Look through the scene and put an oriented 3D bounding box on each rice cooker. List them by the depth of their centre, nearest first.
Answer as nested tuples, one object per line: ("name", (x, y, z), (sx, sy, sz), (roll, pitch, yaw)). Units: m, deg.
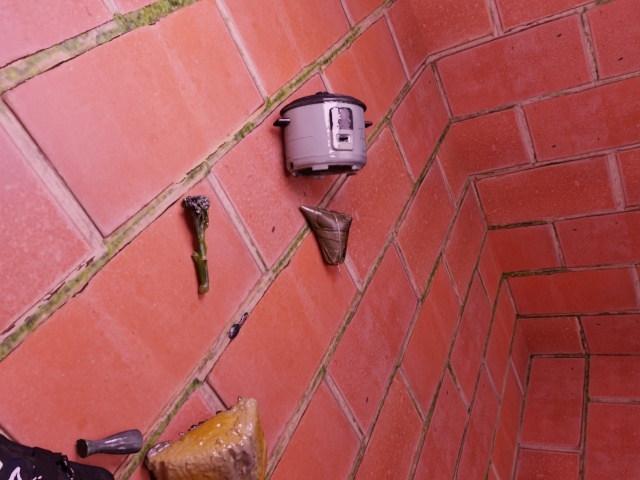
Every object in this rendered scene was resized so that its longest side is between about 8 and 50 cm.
("rice cooker", (0.012, -0.293, 1.469), (0.280, 0.241, 0.227), (-3, 89, -20))

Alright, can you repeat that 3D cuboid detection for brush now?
("brush", (-0.191, 0.198, 1.262), (0.024, 0.008, 0.083), (59, 40, -24))

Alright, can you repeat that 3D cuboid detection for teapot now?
("teapot", (-0.369, 0.357, 0.938), (0.111, 0.043, 0.043), (14, 72, -50))

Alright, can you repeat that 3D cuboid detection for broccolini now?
("broccolini", (-0.256, 0.008, 1.165), (0.067, 0.058, 0.216), (-3, 86, -59))

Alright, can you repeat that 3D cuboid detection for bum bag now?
("bum bag", (-0.410, 0.376, 0.814), (0.310, 0.074, 0.137), (46, 8, -40))

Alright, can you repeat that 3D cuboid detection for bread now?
("bread", (-0.195, 0.460, 1.071), (0.262, 0.162, 0.204), (-24, 115, -41))

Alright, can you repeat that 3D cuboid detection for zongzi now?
("zongzi", (0.000, 0.000, 1.559), (0.178, 0.081, 0.189), (11, 87, -33))
